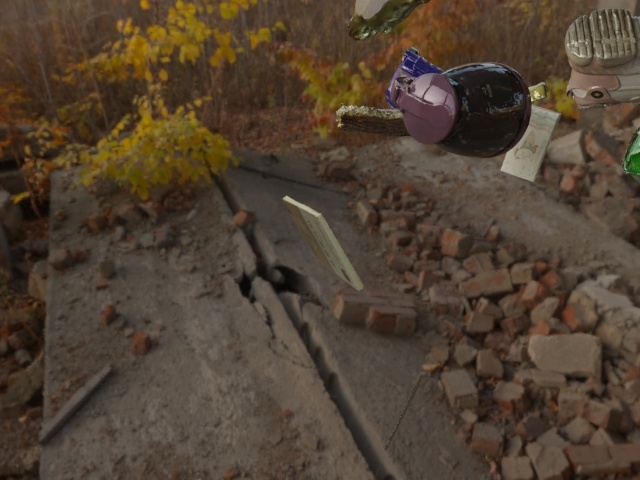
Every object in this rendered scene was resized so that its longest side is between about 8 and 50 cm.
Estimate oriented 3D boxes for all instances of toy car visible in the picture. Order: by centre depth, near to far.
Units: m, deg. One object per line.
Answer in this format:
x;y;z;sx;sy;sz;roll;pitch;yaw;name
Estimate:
0.256;-0.353;1.449;0.172;0.158;0.235;39;6;16;toy car

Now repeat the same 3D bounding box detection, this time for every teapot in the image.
0.160;-0.167;0.694;0.146;0.116;0.148;-9;63;-39;teapot

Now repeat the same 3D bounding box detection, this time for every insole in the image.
0.153;0.315;1.069;0.002;0.053;0.152;25;80;21;insole

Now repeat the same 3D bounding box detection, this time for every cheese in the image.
0.491;-0.339;1.341;0.060;0.041;0.084;-21;4;34;cheese

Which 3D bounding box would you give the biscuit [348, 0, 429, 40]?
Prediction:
0.163;-0.608;1.428;0.078;0.335;0.329;16;51;-24;biscuit

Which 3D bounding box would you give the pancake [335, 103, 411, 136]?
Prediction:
0.151;-0.215;1.020;0.258;0.055;0.212;6;3;11;pancake

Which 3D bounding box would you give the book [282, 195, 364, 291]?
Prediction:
0.000;0.000;1.475;0.021;0.216;0.310;-34;19;-9;book

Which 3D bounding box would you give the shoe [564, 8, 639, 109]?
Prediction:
0.694;-0.378;1.225;0.351;0.198;0.171;7;66;18;shoe

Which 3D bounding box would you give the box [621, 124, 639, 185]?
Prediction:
0.608;-0.095;0.875;0.180;0.102;0.250;21;8;-38;box

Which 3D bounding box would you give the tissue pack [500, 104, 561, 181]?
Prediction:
0.319;-0.149;0.890;0.056;0.108;0.023;25;28;25;tissue pack
